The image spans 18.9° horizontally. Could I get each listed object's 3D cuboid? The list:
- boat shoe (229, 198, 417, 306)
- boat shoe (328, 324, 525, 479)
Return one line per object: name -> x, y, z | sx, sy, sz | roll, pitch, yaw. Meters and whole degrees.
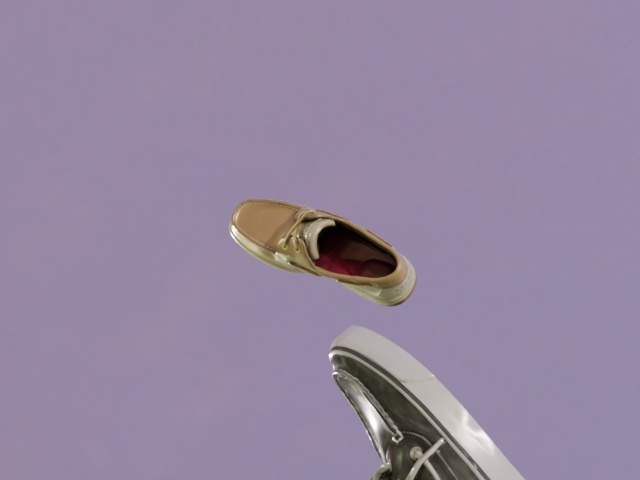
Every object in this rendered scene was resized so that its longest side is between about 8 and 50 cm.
boat shoe -> 0.000, 0.000, 1.274 | 0.135, 0.050, 0.045 | 19, -17, 15
boat shoe -> 0.092, 0.205, 1.608 | 0.306, 0.105, 0.113 | 49, -18, 16
